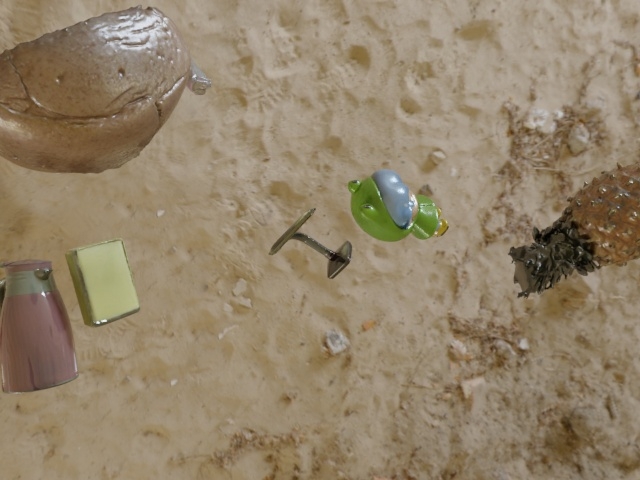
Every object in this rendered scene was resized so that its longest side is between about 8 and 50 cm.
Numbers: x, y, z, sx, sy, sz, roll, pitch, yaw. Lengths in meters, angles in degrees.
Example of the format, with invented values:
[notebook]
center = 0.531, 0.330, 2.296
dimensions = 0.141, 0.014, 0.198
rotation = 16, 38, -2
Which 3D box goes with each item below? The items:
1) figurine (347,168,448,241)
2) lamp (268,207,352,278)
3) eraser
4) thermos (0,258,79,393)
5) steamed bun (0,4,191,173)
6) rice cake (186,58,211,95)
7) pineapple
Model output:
[figurine]
center = 0.180, -0.067, 1.211
dimensions = 0.263, 0.162, 0.143
rotation = 15, 133, -33
[lamp]
center = -0.003, -0.006, 1.654
dimensions = 0.283, 0.125, 0.203
rotation = 25, 127, -33
[eraser]
center = -0.469, 0.089, 1.147
dimensions = 0.117, 0.058, 0.172
rotation = -21, 103, -47
[thermos]
center = -0.614, 0.172, 1.124
dimensions = 0.176, 0.146, 0.265
rotation = -7, 90, 24
[steamed bun]
center = -0.336, -0.199, 0.782
dimensions = 0.301, 0.251, 0.199
rotation = -38, 116, -29
[rice cake]
center = -0.325, -0.410, 1.235
dimensions = 0.055, 0.270, 0.049
rotation = 6, 122, -45
[pineapple]
center = 0.424, -0.001, 0.857
dimensions = 0.278, 0.158, 0.158
rotation = -32, 108, 9
